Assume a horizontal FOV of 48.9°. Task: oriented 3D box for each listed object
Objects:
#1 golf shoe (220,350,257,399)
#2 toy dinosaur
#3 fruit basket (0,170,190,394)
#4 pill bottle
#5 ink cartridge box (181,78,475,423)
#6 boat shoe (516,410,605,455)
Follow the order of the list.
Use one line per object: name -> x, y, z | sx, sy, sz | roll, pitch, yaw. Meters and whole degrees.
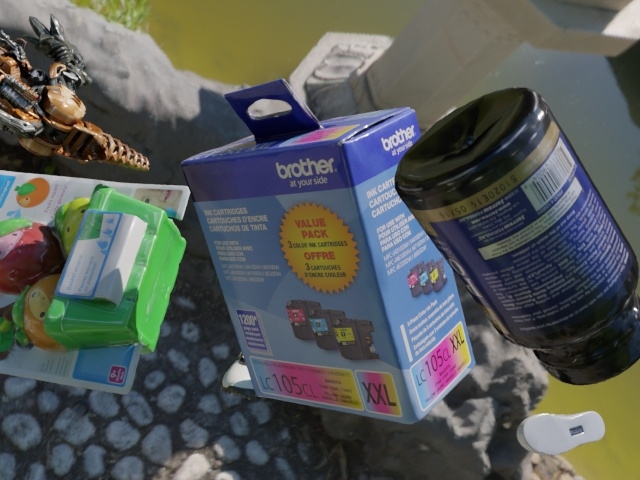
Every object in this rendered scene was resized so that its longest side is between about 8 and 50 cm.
golf shoe -> -0.118, 0.202, 1.215 | 0.077, 0.198, 0.094 | 11, 105, 7
toy dinosaur -> -0.386, -0.177, 0.958 | 0.164, 0.322, 0.218 | -31, 40, 1
fruit basket -> -0.397, 0.039, 1.036 | 0.352, 0.165, 0.327 | 9, 65, 8
pill bottle -> 0.163, 0.004, 0.538 | 0.219, 0.122, 0.123 | 52, 54, -21
ink cartridge box -> 0.000, 0.000, 0.857 | 0.151, 0.269, 0.396 | -30, 110, -45
boat shoe -> 0.206, 0.169, 0.623 | 0.100, 0.035, 0.035 | -1, 72, -32
